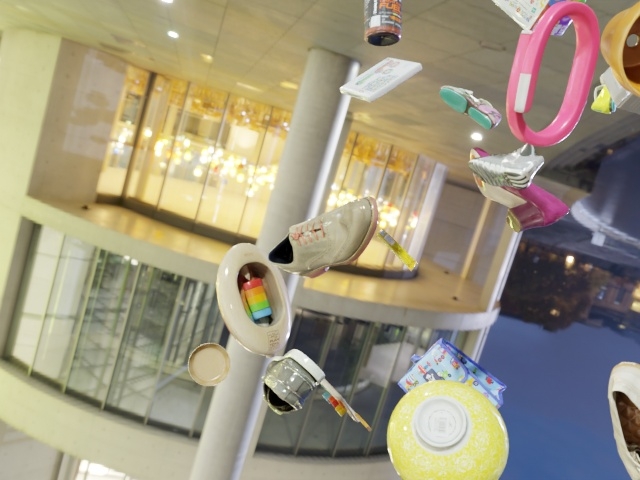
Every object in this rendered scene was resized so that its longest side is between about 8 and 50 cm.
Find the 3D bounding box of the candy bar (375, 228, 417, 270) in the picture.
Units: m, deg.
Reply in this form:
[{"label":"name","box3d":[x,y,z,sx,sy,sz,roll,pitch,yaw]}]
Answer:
[{"label":"candy bar","box3d":[0.236,0.026,1.837,0.161,0.040,0.018,45,152,3]}]

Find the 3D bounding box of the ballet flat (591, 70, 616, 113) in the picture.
[{"label":"ballet flat","box3d":[0.919,-0.494,1.874,0.077,0.231,0.077,9,150,44]}]

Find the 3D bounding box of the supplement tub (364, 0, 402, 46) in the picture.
[{"label":"supplement tub","box3d":[0.174,-0.653,1.649,0.105,0.198,0.106,1,175,0]}]

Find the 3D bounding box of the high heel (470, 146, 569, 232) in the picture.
[{"label":"high heel","box3d":[0.640,-0.186,1.948,0.181,0.127,0.377,-18,-122,-8]}]

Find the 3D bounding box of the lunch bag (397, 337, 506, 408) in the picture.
[{"label":"lunch bag","box3d":[0.417,0.473,1.939,0.293,0.221,0.138,41,-157,8]}]

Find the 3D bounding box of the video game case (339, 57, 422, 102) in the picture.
[{"label":"video game case","box3d":[0.143,-0.390,1.427,0.143,0.157,0.019,38,159,55]}]

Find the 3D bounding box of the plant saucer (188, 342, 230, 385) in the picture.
[{"label":"plant saucer","box3d":[-0.221,0.246,1.175,0.083,0.084,0.015,15,167,-11]}]

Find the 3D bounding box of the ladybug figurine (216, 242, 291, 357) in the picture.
[{"label":"ladybug figurine","box3d":[-0.268,0.238,2.279,0.305,0.450,0.161,-7,167,-44]}]

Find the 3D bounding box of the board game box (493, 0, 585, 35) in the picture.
[{"label":"board game box","box3d":[0.542,-0.622,1.322,0.142,0.275,0.144,-11,-125,-35]}]

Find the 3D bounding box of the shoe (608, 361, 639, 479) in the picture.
[{"label":"shoe","box3d":[0.436,0.274,0.804,0.076,0.219,0.058,-14,-167,38]}]

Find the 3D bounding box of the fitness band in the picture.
[{"label":"fitness band","box3d":[0.482,-0.340,1.227,0.208,0.291,0.054,-4,-158,-33]}]

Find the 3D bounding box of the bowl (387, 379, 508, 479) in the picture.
[{"label":"bowl","box3d":[0.286,0.445,1.379,0.289,0.290,0.156,21,156,29]}]

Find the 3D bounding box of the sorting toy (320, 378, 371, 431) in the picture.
[{"label":"sorting toy","box3d":[0.045,0.555,2.086,0.347,0.047,0.196,37,166,45]}]

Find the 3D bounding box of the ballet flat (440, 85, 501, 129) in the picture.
[{"label":"ballet flat","box3d":[0.497,-0.447,1.945,0.221,0.079,0.077,39,154,18]}]

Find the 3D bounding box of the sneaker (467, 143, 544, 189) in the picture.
[{"label":"sneaker","box3d":[0.517,-0.215,1.613,0.086,0.132,0.228,49,171,-31]}]

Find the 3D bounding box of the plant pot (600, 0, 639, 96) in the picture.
[{"label":"plant pot","box3d":[0.675,-0.404,1.208,0.205,0.205,0.188,16,-156,-5]}]

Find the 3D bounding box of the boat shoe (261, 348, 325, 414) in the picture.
[{"label":"boat shoe","box3d":[-0.074,0.298,1.205,0.109,0.091,0.305,41,156,4]}]

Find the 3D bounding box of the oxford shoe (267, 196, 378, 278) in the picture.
[{"label":"oxford shoe","box3d":[0.000,0.000,1.367,0.130,0.123,0.348,10,148,-32]}]

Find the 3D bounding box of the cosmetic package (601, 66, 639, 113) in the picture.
[{"label":"cosmetic package","box3d":[0.832,-0.372,1.450,0.237,0.107,0.127,13,-130,-18]}]
